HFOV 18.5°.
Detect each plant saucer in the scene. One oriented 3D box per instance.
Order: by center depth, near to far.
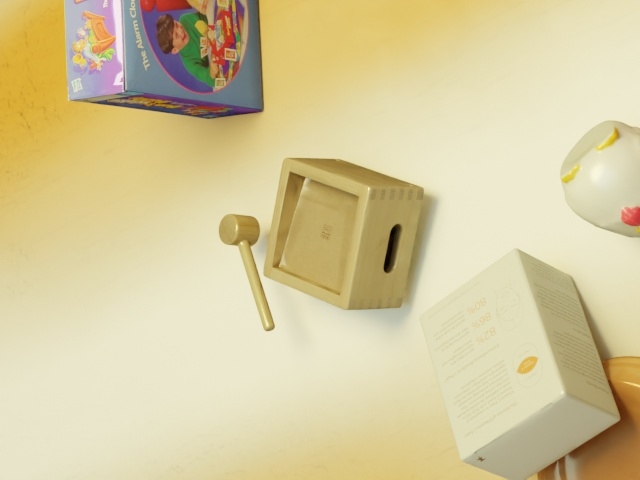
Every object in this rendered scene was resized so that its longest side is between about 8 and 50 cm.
[{"bbox_3d":[0.286,0.209,1.846,0.200,0.037,0.200,-2,87,36],"label":"plant saucer"}]

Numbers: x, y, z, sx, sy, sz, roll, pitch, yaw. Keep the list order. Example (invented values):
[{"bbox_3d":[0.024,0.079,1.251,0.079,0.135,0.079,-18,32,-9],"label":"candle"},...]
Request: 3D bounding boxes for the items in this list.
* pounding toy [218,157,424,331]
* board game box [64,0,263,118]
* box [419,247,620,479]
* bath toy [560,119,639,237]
[{"bbox_3d":[-0.006,0.007,2.031,0.206,0.094,0.181,21,106,43],"label":"pounding toy"},{"bbox_3d":[-0.166,-0.311,2.063,0.078,0.233,0.347,-5,85,34],"label":"board game box"},{"bbox_3d":[0.186,0.119,1.857,0.130,0.091,0.170,-37,49,28],"label":"box"},{"bbox_3d":[0.369,-0.113,1.752,0.129,0.151,0.348,44,118,-10],"label":"bath toy"}]
